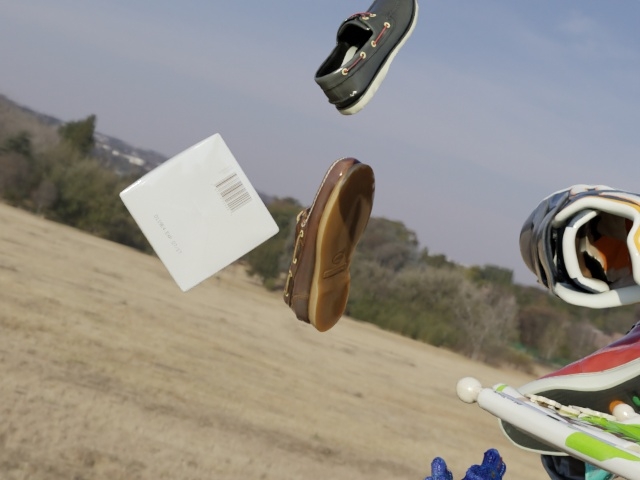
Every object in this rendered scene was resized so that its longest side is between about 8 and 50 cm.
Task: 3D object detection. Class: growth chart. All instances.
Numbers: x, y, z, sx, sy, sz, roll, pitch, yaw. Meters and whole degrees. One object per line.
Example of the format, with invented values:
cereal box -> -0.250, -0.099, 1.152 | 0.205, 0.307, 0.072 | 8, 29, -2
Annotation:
growth chart -> 0.188, 0.120, 0.485 | 0.237, 0.021, 0.172 | 17, 1, -42

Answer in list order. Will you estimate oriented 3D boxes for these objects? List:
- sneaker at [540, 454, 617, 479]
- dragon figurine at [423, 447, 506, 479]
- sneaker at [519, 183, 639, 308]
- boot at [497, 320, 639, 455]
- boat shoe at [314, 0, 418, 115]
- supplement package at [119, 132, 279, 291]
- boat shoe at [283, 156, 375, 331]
sneaker -> 0.425, 0.277, 1.128 | 0.178, 0.124, 0.295 | -1, -25, -44
dragon figurine -> 0.129, 0.331, 0.700 | 0.144, 0.289, 0.085 | 30, -27, -36
sneaker -> 0.286, 0.002, 0.881 | 0.127, 0.126, 0.321 | -11, 1, -19
boot -> 0.328, 0.153, 0.931 | 0.244, 0.088, 0.176 | -25, 7, 29
boat shoe -> 0.038, -0.161, 0.640 | 0.049, 0.133, 0.042 | -3, -40, 48
supplement package -> -0.161, -0.041, 1.027 | 0.139, 0.133, 0.244 | 59, -9, -11
boat shoe -> 0.000, 0.000, 0.872 | 0.073, 0.207, 0.073 | -14, 39, -43
